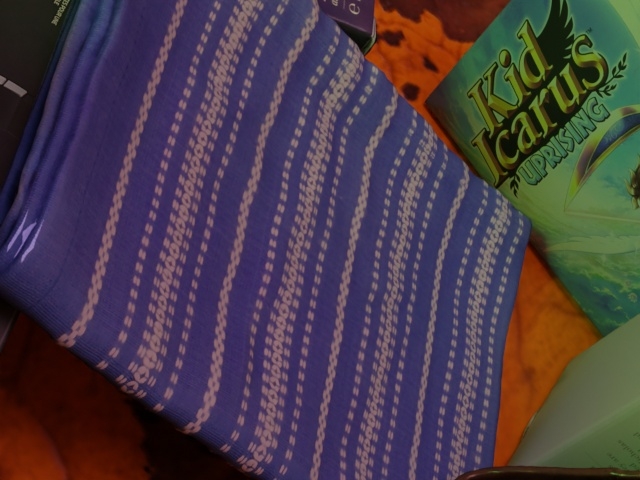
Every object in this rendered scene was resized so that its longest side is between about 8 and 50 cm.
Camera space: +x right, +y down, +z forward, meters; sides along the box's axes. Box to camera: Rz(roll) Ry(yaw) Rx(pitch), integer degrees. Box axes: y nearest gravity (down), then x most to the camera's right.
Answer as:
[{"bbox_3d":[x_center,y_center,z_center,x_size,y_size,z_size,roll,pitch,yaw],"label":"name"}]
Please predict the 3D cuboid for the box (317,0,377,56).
[{"bbox_3d":[-0.080,-0.169,0.748,0.207,0.108,0.153,17,54,-21],"label":"box"}]

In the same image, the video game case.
[{"bbox_3d":[0.205,-0.062,0.740,0.061,0.269,0.244,-26,76,-37],"label":"video game case"}]

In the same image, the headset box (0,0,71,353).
[{"bbox_3d":[-0.223,-0.059,0.577,0.283,0.131,0.246,27,50,-13],"label":"headset box"}]

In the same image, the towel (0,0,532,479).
[{"bbox_3d":[0.000,0.000,0.636,0.336,0.040,0.243,42,47,-37],"label":"towel"}]

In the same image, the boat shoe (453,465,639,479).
[{"bbox_3d":[0.190,0.129,0.547,0.123,0.342,0.123,-27,102,-41],"label":"boat shoe"}]

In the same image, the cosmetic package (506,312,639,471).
[{"bbox_3d":[0.198,0.074,0.675,0.085,0.231,0.117,42,49,0],"label":"cosmetic package"}]
